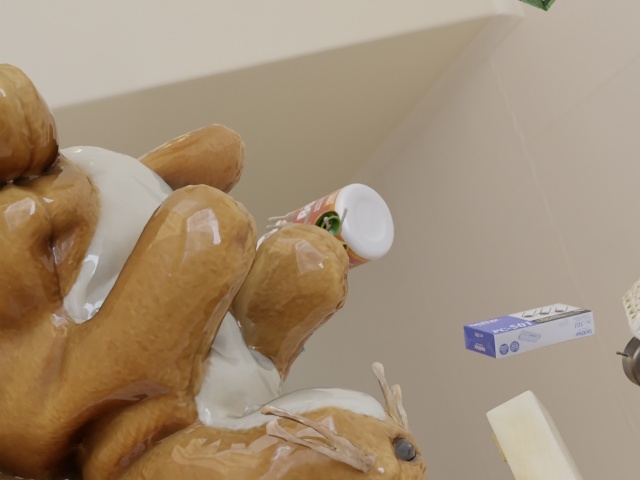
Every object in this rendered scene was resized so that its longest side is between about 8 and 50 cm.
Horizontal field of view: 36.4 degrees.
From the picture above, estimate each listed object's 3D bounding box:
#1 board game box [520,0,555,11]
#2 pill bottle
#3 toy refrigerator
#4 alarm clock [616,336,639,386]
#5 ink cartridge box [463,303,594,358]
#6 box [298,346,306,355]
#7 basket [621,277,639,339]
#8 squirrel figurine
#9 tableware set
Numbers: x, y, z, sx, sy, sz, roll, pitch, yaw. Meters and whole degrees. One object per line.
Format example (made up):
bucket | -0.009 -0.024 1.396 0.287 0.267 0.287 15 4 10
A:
board game box | 0.182 -0.378 1.132 0.136 0.030 0.260 34 -7 41
pill bottle | 0.000 0.000 1.531 0.216 0.121 0.121 -23 -99 41
toy refrigerator | 0.360 0.382 1.531 0.102 0.094 0.270 46 18 -46
alarm clock | 0.736 0.275 2.105 0.192 0.129 0.064 47 -3 -17
ink cartridge box | 0.361 0.155 1.685 0.097 0.207 0.046 -169 -110 -66
box | -0.130 0.125 1.393 0.180 0.077 0.147 54 -39 2
basket | 0.602 0.094 1.630 0.167 0.113 0.103 -55 -163 28
squirrel figurine | -0.128 0.143 0.636 0.370 0.397 0.281 48 10 19
tableware set | -0.021 0.009 1.356 0.024 0.154 0.104 37 -58 39
